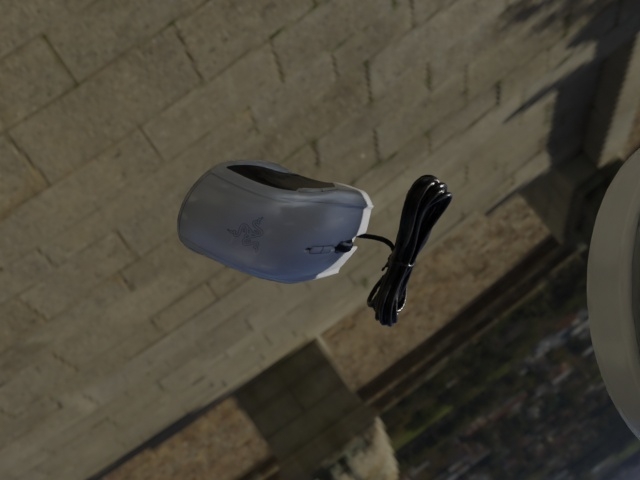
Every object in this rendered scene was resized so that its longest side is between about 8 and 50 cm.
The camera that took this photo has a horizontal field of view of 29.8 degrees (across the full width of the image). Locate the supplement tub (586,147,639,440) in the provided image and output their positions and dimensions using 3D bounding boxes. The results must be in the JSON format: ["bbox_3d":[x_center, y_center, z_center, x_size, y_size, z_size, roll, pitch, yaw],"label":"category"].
[{"bbox_3d":[0.324,0.021,0.590,0.241,0.241,0.331,-22,-172,-36],"label":"supplement tub"}]

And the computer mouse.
[{"bbox_3d":[0.000,0.000,0.730,0.193,0.042,0.106,8,118,-41],"label":"computer mouse"}]
